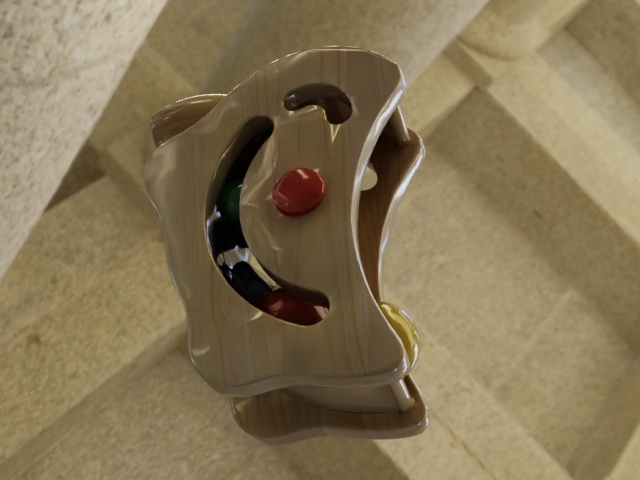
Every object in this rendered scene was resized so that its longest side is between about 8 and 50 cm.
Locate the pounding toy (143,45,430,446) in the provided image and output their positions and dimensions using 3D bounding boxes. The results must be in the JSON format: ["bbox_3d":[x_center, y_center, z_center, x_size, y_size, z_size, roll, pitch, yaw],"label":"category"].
[{"bbox_3d":[0.000,0.000,0.636,0.154,0.155,0.269,-22,-126,2],"label":"pounding toy"}]
